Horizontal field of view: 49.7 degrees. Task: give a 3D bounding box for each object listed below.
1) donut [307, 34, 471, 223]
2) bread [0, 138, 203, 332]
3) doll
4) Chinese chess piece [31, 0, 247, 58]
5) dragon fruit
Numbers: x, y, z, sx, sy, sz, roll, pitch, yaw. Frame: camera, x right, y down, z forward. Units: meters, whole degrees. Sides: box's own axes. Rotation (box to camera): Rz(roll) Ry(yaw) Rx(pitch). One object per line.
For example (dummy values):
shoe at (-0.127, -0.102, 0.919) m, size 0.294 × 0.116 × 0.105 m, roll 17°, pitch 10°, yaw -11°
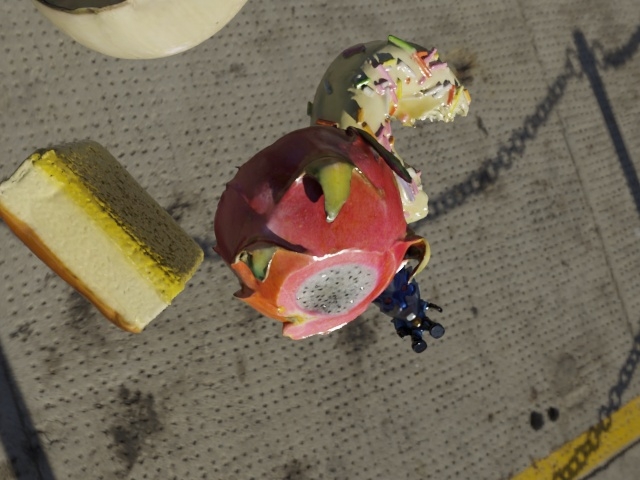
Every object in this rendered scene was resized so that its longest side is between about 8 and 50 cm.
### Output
donut at (0.131, -0.222, 1.298) m, size 0.307 × 0.150 × 0.371 m, roll 38°, pitch 65°, yaw -27°
bread at (-0.371, -0.019, 1.206) m, size 0.143 × 0.323 × 0.333 m, roll -42°, pitch 97°, yaw 7°
doll at (0.132, 0.096, 1.139) m, size 0.096 × 0.195 × 0.070 m, roll -37°, pitch 138°, yaw 6°
Chinese chess piece at (-0.161, -0.288, 0.613) m, size 0.103 × 0.249 × 0.250 m, roll 21°, pitch 65°, yaw -68°
dragon fruit at (0.000, 0.000, 0.921) m, size 0.290 × 0.291 × 0.189 m, roll -13°, pitch 49°, yaw -29°
